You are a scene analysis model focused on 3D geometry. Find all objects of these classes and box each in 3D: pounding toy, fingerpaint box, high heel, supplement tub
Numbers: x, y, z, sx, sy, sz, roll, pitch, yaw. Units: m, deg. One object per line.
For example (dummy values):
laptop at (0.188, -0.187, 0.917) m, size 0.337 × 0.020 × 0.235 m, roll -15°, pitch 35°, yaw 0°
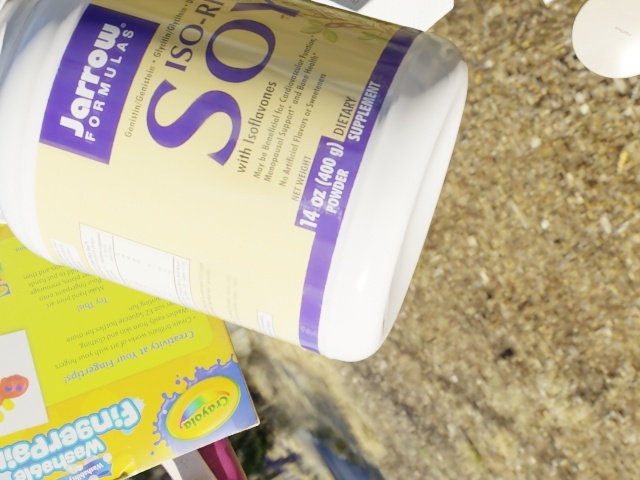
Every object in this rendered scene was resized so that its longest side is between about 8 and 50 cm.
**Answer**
pounding toy at (0.548, -0.429, 1.840) m, size 0.237 × 0.183 × 0.110 m, roll 48°, pitch -151°, yaw -19°
fingerpaint box at (-0.360, 0.154, 1.312) m, size 0.371 × 0.445 × 0.163 m, roll 70°, pitch 158°, yaw 2°
high heel at (-0.208, 0.317, 1.613) m, size 0.181 × 0.127 × 0.377 m, roll 13°, pitch -120°, yaw -69°
supplement tub at (-0.081, -0.071, 0.714) m, size 0.331 × 0.241 × 0.241 m, roll 18°, pitch 149°, yaw 9°

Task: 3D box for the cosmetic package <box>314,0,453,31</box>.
cosmetic package at (0.038, -0.370, 1.424) m, size 0.224 × 0.224 × 0.138 m, roll 29°, pitch 150°, yaw 28°
